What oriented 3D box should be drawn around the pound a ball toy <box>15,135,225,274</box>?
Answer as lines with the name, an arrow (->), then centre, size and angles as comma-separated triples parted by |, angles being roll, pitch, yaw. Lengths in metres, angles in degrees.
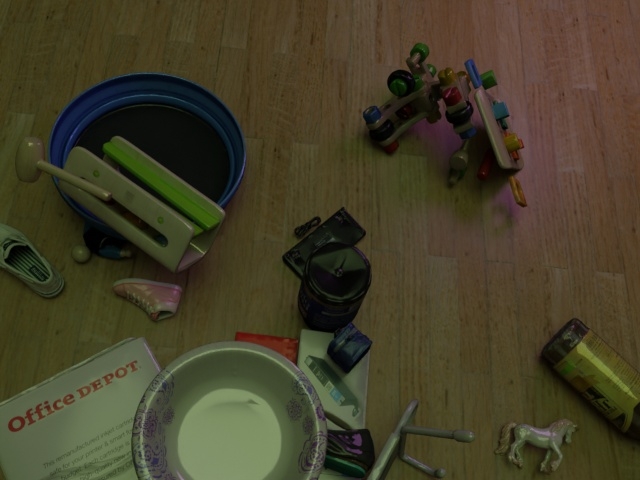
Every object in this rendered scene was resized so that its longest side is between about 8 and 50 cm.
pound a ball toy -> -0.362, -0.062, 1.271 | 0.319, 0.135, 0.208 | 34, 26, 8

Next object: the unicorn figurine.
unicorn figurine -> 0.422, 0.383, 1.357 | 0.162, 0.060, 0.111 | 16, 64, 0

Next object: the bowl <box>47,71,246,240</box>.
bowl -> -0.350, -0.170, 1.470 | 0.391, 0.077, 0.391 | 4, 61, -8

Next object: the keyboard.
keyboard -> 0.000, 0.000, 1.508 | 0.180, 0.023, 0.108 | -39, 81, -23

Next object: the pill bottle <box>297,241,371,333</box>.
pill bottle -> 0.020, 0.100, 1.352 | 0.123, 0.219, 0.122 | 3, 64, -6

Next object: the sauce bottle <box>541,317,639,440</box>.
sauce bottle -> 0.591, 0.304, 1.387 | 0.111, 0.111, 0.344 | -40, 74, -22

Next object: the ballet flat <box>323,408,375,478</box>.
ballet flat -> -0.041, 0.331, 1.239 | 0.281, 0.095, 0.096 | 17, 56, -2

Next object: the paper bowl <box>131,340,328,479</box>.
paper bowl -> -0.138, 0.307, 1.093 | 0.284, 0.148, 0.284 | 4, 63, -7

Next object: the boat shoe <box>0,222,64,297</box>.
boat shoe -> -0.591, 0.021, 1.392 | 0.226, 0.076, 0.083 | 32, 65, 8

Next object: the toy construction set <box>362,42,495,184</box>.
toy construction set -> 0.277, -0.297, 1.596 | 0.309, 0.257, 0.237 | 40, 52, -11

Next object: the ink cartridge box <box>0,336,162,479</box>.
ink cartridge box -> -0.334, 0.405, 1.191 | 0.286, 0.166, 0.395 | -26, 71, -18

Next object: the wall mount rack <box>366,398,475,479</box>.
wall mount rack -> 0.131, 0.419, 1.166 | 0.131, 0.304, 0.350 | 25, 64, 17

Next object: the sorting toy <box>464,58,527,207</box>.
sorting toy -> 0.407, -0.243, 1.573 | 0.047, 0.196, 0.347 | -21, 87, 26

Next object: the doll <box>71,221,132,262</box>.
doll -> -0.417, -0.015, 1.448 | 0.189, 0.046, 0.129 | -34, 72, -21

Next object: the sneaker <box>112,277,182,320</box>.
sneaker -> -0.341, 0.116, 1.391 | 0.134, 0.051, 0.070 | 7, 59, -8

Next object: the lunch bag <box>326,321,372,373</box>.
lunch bag -> 0.049, 0.193, 1.307 | 0.065, 0.098, 0.067 | 41, 71, 13

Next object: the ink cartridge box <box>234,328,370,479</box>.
ink cartridge box -> -0.048, 0.313, 1.328 | 0.261, 0.066, 0.296 | 8, 64, -4
